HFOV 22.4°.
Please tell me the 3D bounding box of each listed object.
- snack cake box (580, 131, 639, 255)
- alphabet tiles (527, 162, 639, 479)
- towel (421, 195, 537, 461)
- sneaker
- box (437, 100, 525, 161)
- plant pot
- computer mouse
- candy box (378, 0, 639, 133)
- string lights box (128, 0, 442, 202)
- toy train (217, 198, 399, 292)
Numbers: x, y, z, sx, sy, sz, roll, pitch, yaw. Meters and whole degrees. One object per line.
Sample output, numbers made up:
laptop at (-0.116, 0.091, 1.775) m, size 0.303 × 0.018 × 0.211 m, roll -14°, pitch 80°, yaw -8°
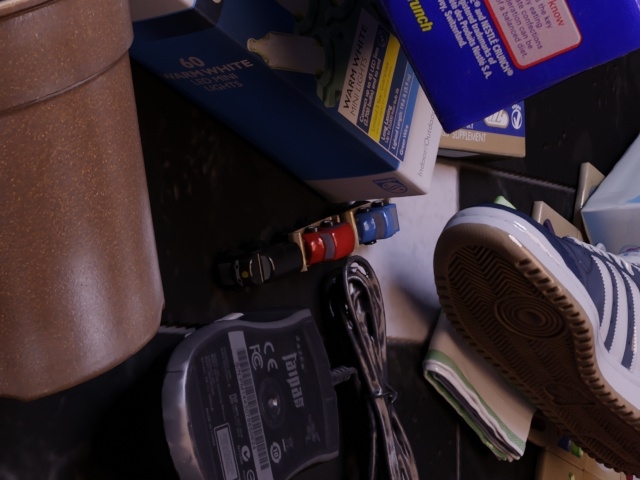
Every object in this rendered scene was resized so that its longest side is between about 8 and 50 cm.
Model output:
snack cake box at (0.306, 0.050, 1.278) m, size 0.152 × 0.089 × 0.264 m, roll -45°, pitch 121°, yaw -44°
alphabet tiles at (0.241, 0.113, 1.270) m, size 0.342 × 0.011 × 0.285 m, roll 32°, pitch 62°, yaw -46°
towel at (0.128, 0.060, 1.106) m, size 0.113 × 0.023 × 0.152 m, roll 49°, pitch 52°, yaw -32°
sneaker at (0.179, 0.027, 1.081) m, size 0.282 × 0.099 × 0.153 m, roll 47°, pitch 54°, yaw -37°
box at (0.085, -0.169, 1.073) m, size 0.136 × 0.036 × 0.225 m, roll 1°, pitch 84°, yaw -52°
plant pot at (-0.142, -0.030, 0.675) m, size 0.167 × 0.167 × 0.165 m, roll -38°, pitch 124°, yaw -47°
computer mouse at (-0.024, 0.121, 0.889) m, size 0.262 × 0.060 × 0.184 m, roll -23°, pitch 101°, yaw -63°
candy box at (0.069, -0.247, 0.854) m, size 0.268 × 0.122 × 0.317 m, roll 61°, pitch 18°, yaw -22°
string lights box at (-0.027, -0.134, 0.888) m, size 0.259 × 0.076 × 0.133 m, roll 34°, pitch 61°, yaw -46°
toy train at (0.000, 0.000, 0.944) m, size 0.158 × 0.036 × 0.027 m, roll -22°, pitch 104°, yaw -51°
